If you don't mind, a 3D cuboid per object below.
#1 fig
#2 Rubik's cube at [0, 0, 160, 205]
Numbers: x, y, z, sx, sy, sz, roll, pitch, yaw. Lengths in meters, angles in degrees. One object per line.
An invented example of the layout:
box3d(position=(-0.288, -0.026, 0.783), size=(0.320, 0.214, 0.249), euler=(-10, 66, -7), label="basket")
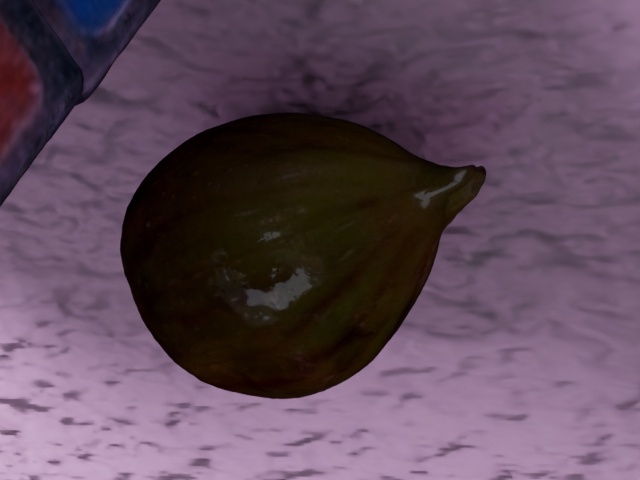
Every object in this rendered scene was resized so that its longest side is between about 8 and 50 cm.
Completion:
box3d(position=(0.000, 0.000, 0.705), size=(0.155, 0.103, 0.109), euler=(-16, 160, 31), label="fig")
box3d(position=(-0.295, -0.114, 0.574), size=(0.362, 0.358, 0.363), euler=(-9, 130, 38), label="Rubik's cube")
